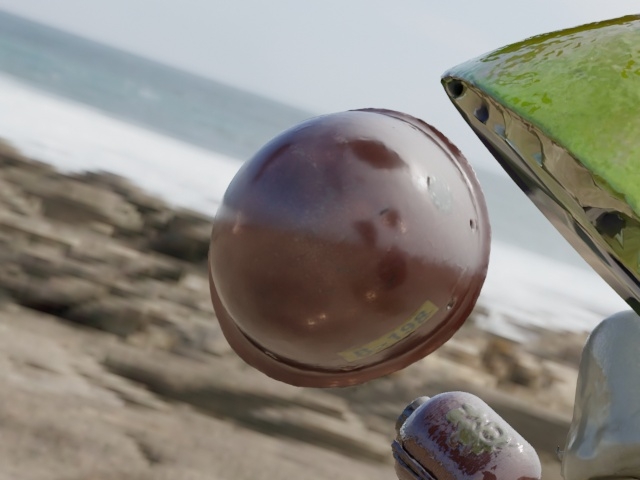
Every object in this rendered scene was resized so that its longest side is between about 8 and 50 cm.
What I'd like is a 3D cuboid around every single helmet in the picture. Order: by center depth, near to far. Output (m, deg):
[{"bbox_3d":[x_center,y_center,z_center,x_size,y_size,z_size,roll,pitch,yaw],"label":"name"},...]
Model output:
[{"bbox_3d":[0.000,0.000,2.093,0.337,0.385,0.230,63,12,14],"label":"helmet"}]

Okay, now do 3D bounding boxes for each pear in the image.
[{"bbox_3d":[0.284,-0.042,1.328,0.399,0.165,0.399,47,1,-1],"label":"pear"}]

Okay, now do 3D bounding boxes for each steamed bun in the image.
[{"bbox_3d":[0.395,0.275,1.751,0.342,0.367,0.255,11,44,13],"label":"steamed bun"}]

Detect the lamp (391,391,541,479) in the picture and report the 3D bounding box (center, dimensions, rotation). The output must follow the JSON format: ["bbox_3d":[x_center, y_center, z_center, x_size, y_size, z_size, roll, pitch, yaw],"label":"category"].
[{"bbox_3d":[0.202,0.321,2.501,0.258,0.180,0.180,40,16,34],"label":"lamp"}]
